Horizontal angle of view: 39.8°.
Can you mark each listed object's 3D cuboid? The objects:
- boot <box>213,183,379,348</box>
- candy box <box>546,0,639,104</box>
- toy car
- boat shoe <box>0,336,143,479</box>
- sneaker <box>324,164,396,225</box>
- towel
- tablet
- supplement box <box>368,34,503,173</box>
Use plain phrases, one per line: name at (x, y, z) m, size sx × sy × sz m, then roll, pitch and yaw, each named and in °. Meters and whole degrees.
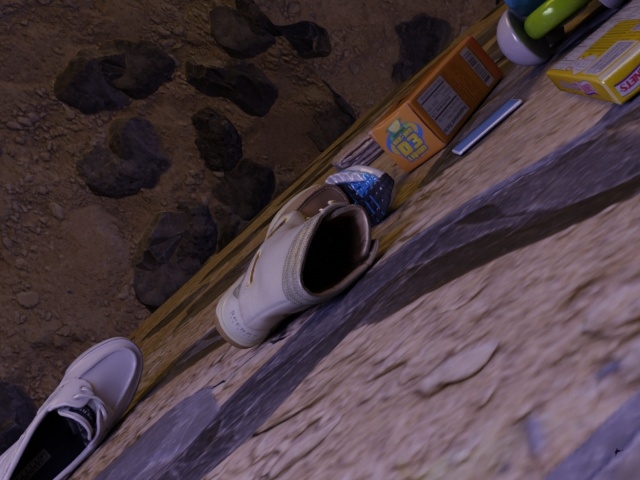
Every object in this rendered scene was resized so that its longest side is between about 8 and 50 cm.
boot at (0.000, 0.000, 0.836) m, size 0.165 × 0.077 × 0.213 m, roll -35°, pitch 16°, yaw 52°
candy box at (0.236, -0.150, 0.669) m, size 0.105 × 0.027 × 0.206 m, roll -38°, pitch 7°, yaw 11°
toy car at (0.266, -0.301, 1.016) m, size 0.159 × 0.136 × 0.182 m, roll -36°, pitch 8°, yaw 39°
boat shoe at (-0.304, 0.220, 1.087) m, size 0.267 × 0.096 × 0.088 m, roll -47°, pitch 13°, yaw -36°
sneaker at (0.046, -0.056, 0.995) m, size 0.083 × 0.071 × 0.190 m, roll -38°, pitch 5°, yaw -21°
towel at (0.101, -0.198, 1.702) m, size 0.187 × 0.049 × 0.282 m, roll -41°, pitch 6°, yaw 1°
tablet at (0.174, -0.119, 0.923) m, size 0.083 × 0.006 × 0.054 m, roll -42°, pitch 7°, yaw 6°
supplement box at (0.154, -0.180, 1.143) m, size 0.078 × 0.080 × 0.233 m, roll -36°, pitch 6°, yaw 43°
